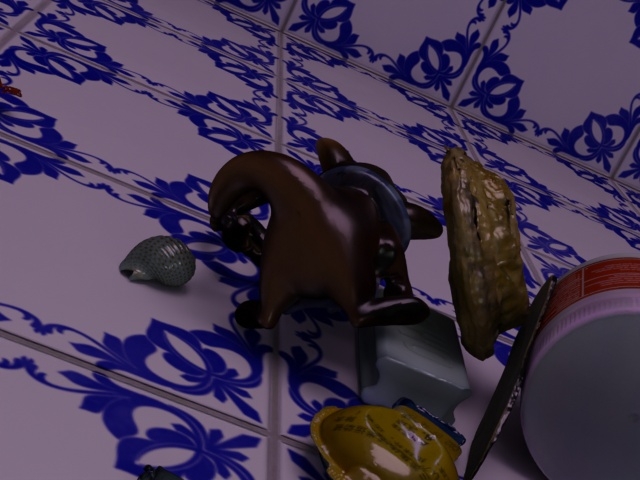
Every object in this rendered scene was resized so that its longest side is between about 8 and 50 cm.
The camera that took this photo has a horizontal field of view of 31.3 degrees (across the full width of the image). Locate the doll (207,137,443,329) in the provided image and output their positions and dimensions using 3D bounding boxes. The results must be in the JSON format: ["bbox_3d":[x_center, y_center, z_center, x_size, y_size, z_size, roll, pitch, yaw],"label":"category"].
[{"bbox_3d":[-0.002,0.004,1.373,0.317,0.209,0.340,28,16,7],"label":"doll"}]

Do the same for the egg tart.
[{"bbox_3d":[0.201,0.012,1.408,0.095,0.279,0.279,-7,19,6],"label":"egg tart"}]

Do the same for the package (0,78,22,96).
[{"bbox_3d":[-0.544,-0.241,1.484,0.288,0.108,0.223,32,13,-6],"label":"package"}]

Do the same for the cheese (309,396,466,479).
[{"bbox_3d":[0.081,0.211,1.141,0.177,0.069,0.270,32,17,15],"label":"cheese"}]

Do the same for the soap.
[{"bbox_3d":[0.108,0.140,1.366,0.119,0.067,0.198,21,20,-7],"label":"soap"}]

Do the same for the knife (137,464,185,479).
[{"bbox_3d":[-0.033,0.252,0.906,0.296,0.026,0.044,24,22,22],"label":"knife"}]

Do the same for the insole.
[{"bbox_3d":[0.217,0.152,1.303,0.009,0.119,0.348,30,41,4],"label":"insole"}]

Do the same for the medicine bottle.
[{"bbox_3d":[0.366,0.162,1.350,0.252,0.253,0.241,28,20,5],"label":"medicine bottle"}]

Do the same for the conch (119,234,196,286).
[{"bbox_3d":[-0.187,0.020,1.326,0.085,0.057,0.076,11,11,-38],"label":"conch"}]
